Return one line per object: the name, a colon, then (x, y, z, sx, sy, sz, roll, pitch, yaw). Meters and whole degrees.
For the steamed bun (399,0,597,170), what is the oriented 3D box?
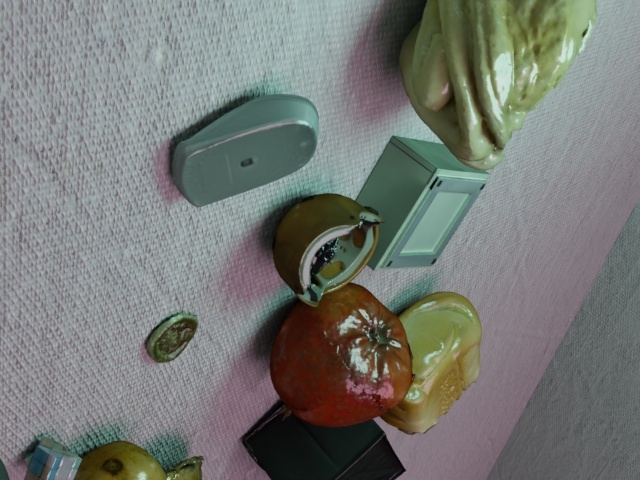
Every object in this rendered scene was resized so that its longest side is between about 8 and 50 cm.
steamed bun: (0.259, -0.314, 1.424, 0.372, 0.230, 0.325, -62, -173, 15)

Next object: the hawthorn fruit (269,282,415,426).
hawthorn fruit: (0.016, 0.242, 1.745, 0.307, 0.276, 0.276, -40, 157, 23)

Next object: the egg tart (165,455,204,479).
egg tart: (-0.297, 0.499, 1.723, 0.232, 0.098, 0.252, -32, 165, -44)

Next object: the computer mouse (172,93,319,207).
computer mouse: (-0.106, -0.133, 1.294, 0.230, 0.079, 0.128, -21, 141, -17)

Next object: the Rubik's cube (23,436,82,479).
Rubik's cube: (-0.425, 0.354, 1.437, 0.075, 0.073, 0.084, -60, 150, -16)

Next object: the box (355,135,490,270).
box: (0.180, -0.063, 1.732, 0.225, 0.117, 0.225, -1, 126, -55)

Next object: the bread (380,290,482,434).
bread: (0.227, 0.266, 2.124, 0.315, 0.211, 0.270, -45, 145, -25)

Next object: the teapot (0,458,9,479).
teapot: (-0.535, 0.370, 1.209, 0.251, 0.183, 0.183, -48, 154, 19)

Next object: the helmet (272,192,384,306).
helmet: (0.000, 0.000, 1.542, 0.198, 0.130, 0.224, -50, 162, 9)

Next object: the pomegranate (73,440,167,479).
pomegranate: (-0.344, 0.437, 1.537, 0.196, 0.196, 0.196, -35, 149, -25)

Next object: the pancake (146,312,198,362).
pancake: (-0.244, 0.161, 1.510, 0.108, 0.017, 0.108, -38, 149, -28)

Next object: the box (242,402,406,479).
box: (0.018, 0.484, 2.058, 0.251, 0.204, 0.345, -40, 151, -7)
